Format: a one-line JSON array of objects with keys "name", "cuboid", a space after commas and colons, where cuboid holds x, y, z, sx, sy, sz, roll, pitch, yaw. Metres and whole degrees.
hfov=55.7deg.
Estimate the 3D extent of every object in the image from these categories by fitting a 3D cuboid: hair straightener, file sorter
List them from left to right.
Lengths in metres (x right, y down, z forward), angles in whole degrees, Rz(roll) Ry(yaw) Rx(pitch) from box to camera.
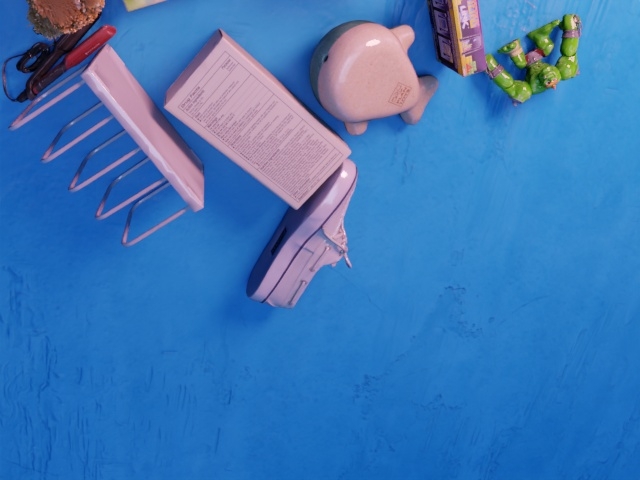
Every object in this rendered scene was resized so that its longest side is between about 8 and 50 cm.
[{"name": "hair straightener", "cuboid": [-0.455, -0.318, 1.023, 0.230, 0.047, 0.089, -36, 90, 15]}, {"name": "file sorter", "cuboid": [-0.352, -0.155, 1.042, 0.173, 0.192, 0.277, -32, 119, 8]}]

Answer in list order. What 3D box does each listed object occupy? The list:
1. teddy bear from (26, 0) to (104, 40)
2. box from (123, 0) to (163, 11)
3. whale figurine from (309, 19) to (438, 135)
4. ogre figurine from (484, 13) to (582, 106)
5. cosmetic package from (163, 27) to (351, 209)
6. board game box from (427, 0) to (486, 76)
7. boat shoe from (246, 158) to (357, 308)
[{"name": "teddy bear", "cuboid": [-0.431, -0.476, 0.889, 0.245, 0.113, 0.338, -41, 103, 17]}, {"name": "box", "cuboid": [-0.197, -0.525, 0.953, 0.322, 0.058, 0.232, -18, 119, -1]}, {"name": "whale figurine", "cuboid": [0.096, -0.300, 1.115, 0.272, 0.141, 0.216, 6, 119, -43]}, {"name": "ogre figurine", "cuboid": [0.419, -0.343, 1.169, 0.197, 0.097, 0.118, -31, 102, -12]}, {"name": "cosmetic package", "cuboid": [-0.112, -0.215, 1.106, 0.309, 0.113, 0.160, 39, 104, -26]}, {"name": "board game box", "cuboid": [0.236, -0.392, 1.071, 0.048, 0.141, 0.170, -19, 120, -2]}, {"name": "boat shoe", "cuboid": [0.000, 0.006, 1.236, 0.157, 0.135, 0.367, 24, 113, -23]}]
